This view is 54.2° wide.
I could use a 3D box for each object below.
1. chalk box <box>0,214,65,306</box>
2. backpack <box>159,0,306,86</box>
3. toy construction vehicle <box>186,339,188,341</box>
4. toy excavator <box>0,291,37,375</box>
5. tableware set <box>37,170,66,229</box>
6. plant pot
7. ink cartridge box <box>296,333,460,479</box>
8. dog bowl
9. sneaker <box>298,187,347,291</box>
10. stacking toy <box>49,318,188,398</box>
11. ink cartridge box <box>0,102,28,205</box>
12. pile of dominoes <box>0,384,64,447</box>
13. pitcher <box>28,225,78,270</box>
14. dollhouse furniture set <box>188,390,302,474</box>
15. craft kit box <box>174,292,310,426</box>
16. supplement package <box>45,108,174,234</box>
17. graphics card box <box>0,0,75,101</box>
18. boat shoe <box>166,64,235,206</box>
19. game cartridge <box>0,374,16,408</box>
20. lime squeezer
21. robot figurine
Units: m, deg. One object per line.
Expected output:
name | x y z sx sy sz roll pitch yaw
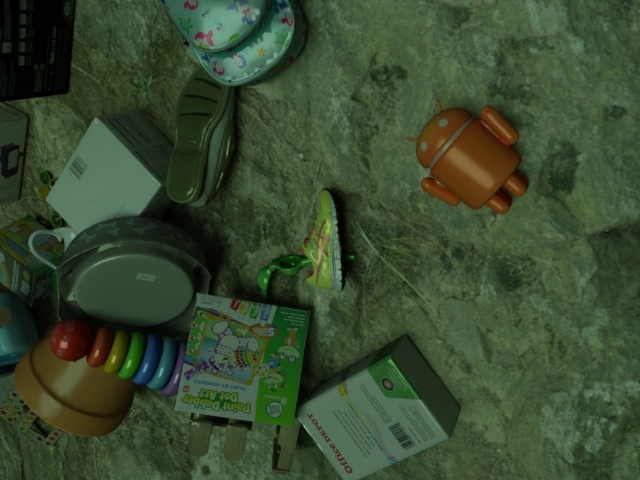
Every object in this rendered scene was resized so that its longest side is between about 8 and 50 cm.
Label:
chalk box | -0.713 0.063 1.574 0.213 0.132 0.132 35 129 9
backpack | -0.156 -0.416 1.148 0.225 0.191 0.254 -31 98 15
toy construction vehicle | -0.275 0.258 1.509 0.098 0.035 0.086 44 119 5
toy excavator | -0.827 0.211 1.523 0.445 0.433 0.223 -23 81 25
tableware set | -0.683 -0.094 1.582 0.104 0.024 0.154 26 116 14
plant pot | -0.554 0.299 1.526 0.291 0.291 0.203 41 102 7
ink cartridge box | 0.117 0.358 1.320 0.278 0.117 0.201 -36 90 29
dog bowl | -0.406 0.088 1.375 0.348 0.102 0.349 -8 138 -7
sneaker | 0.000 0.000 1.253 0.094 0.081 0.209 -1 93 11
stacking toy | -0.425 0.251 1.381 0.330 0.141 0.141 22 122 -27
ink cartridge box | -0.841 -0.228 1.563 0.171 0.100 0.237 26 116 14
pile of dominoes | -0.814 0.497 1.789 0.196 0.040 0.251 36 119 -14
pitcher | -0.587 0.054 1.506 0.125 0.177 0.207 6 113 64
dollhouse furniture set | -0.174 0.421 1.424 0.241 0.212 0.161 9 113 -6
craft kit box | -0.162 0.252 1.325 0.249 0.061 0.247 9 79 -5
supplement package | -0.445 -0.124 1.395 0.204 0.145 0.262 46 118 3
graphics card box | -0.670 -0.404 1.275 0.094 0.371 0.233 22 115 16
boat shoe | -0.235 -0.220 1.295 0.113 0.103 0.303 18 93 23
game cartridge | -1.001 0.327 1.845 0.230 0.068 0.355 -30 93 25
lime squeezer | -0.070 0.084 1.348 0.310 0.059 0.110 -39 89 28
robot figurine | 0.256 -0.140 1.088 0.219 0.128 0.158 42 156 6
